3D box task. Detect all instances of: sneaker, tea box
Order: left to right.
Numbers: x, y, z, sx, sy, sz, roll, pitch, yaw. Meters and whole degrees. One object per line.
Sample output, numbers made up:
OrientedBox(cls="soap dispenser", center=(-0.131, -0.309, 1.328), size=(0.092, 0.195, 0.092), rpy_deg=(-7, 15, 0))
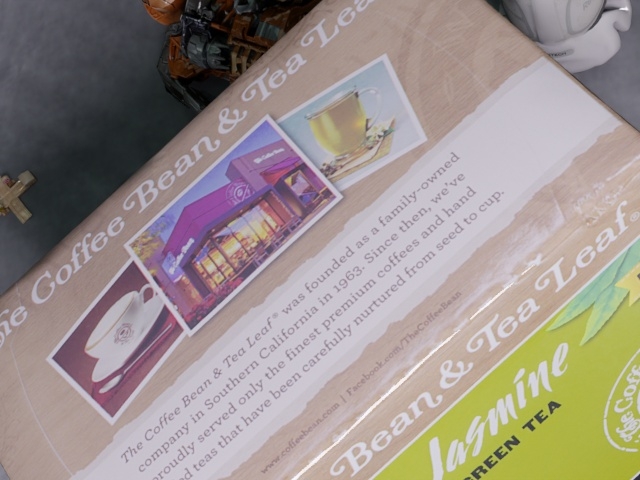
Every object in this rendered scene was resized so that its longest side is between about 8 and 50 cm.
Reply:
OrientedBox(cls="tea box", center=(0.042, 0.080, 0.874), size=(0.329, 0.323, 0.220), rpy_deg=(-43, 49, 2))
OrientedBox(cls="sneaker", center=(0.155, -0.262, 1.079), size=(0.110, 0.118, 0.292), rpy_deg=(-8, 69, 18))

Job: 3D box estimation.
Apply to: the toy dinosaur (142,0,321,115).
OrientedBox(cls="toy dinosaur", center=(-0.064, -0.206, 1.125), size=(0.322, 0.164, 0.218), rpy_deg=(39, 105, 4))

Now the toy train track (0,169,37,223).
OrientedBox(cls="toy train track", center=(-0.244, -0.021, 1.193), size=(0.083, 0.014, 0.048), rpy_deg=(-44, 65, 2))
